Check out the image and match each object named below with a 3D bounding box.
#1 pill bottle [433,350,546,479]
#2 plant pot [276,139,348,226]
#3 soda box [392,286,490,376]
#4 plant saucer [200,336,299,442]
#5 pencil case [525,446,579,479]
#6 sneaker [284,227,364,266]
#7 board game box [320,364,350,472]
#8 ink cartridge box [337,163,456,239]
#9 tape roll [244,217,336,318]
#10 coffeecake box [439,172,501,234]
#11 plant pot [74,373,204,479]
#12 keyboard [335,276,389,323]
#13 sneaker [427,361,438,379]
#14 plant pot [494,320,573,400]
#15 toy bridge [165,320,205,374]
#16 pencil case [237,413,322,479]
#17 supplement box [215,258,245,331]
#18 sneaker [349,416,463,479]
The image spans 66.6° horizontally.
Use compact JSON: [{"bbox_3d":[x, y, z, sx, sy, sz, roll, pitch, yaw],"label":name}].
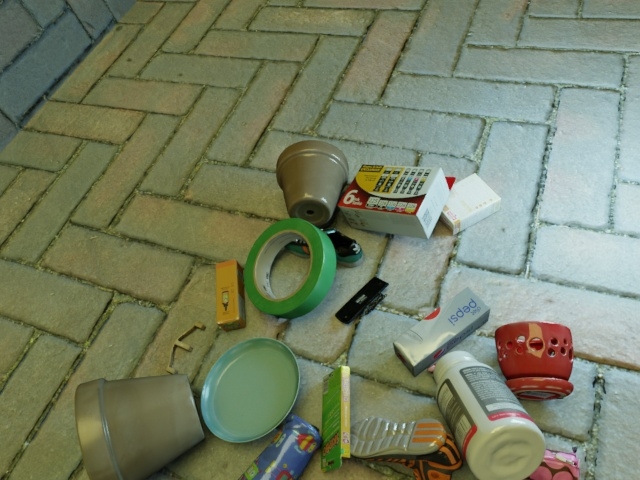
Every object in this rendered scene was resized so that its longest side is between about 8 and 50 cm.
[{"bbox_3d":[0.388,0.411,1.192,0.176,0.176,0.318,-19,21,1],"label":"pill bottle"},{"bbox_3d":[-0.034,-0.175,1.682,0.263,0.263,0.229,-5,50,10],"label":"plant pot"},{"bbox_3d":[0.351,0.263,1.416,0.286,0.091,0.098,-34,55,-10],"label":"soda box"},{"bbox_3d":[-0.202,0.438,1.437,0.318,0.043,0.317,-13,48,15],"label":"plant saucer"},{"bbox_3d":[0.515,0.539,1.189,0.209,0.098,0.095,2,58,16],"label":"pencil case"},{"bbox_3d":[0.000,0.000,1.657,0.302,0.121,0.108,12,60,20],"label":"sneaker"},{"bbox_3d":[0.041,0.485,1.328,0.039,0.124,0.259,17,54,-18],"label":"board game box"},{"bbox_3d":[0.261,-0.164,1.653,0.310,0.130,0.271,10,58,39],"label":"ink cartridge box"},{"bbox_3d":[-0.103,0.089,1.577,0.321,0.077,0.321,-15,62,31],"label":"tape roll"},{"bbox_3d":[0.488,-0.125,1.655,0.186,0.068,0.142,-28,54,-5],"label":"coffeecake box"},{"bbox_3d":[-0.485,0.505,1.351,0.281,0.323,0.323,-17,53,-17],"label":"plant pot"},{"bbox_3d":[0.142,0.201,1.552,0.192,0.038,0.100,-42,34,-14],"label":"keyboard"},{"bbox_3d":[0.366,0.363,1.382,0.119,0.047,0.057,-24,74,0],"label":"sneaker"},{"bbox_3d":[0.561,0.317,1.271,0.191,0.191,0.174,-2,60,12],"label":"plant pot"},{"bbox_3d":[-0.450,0.345,1.595,0.063,0.026,0.188,16,62,24],"label":"toy bridge"},{"bbox_3d":[-0.123,0.602,1.287,0.306,0.119,0.133,-49,27,-19],"label":"pencil case"},{"bbox_3d":[-0.303,0.183,1.637,0.078,0.080,0.233,-13,53,6],"label":"supplement box"},{"bbox_3d":[0.210,0.554,1.240,0.321,0.180,0.124,-17,25,43],"label":"sneaker"}]
